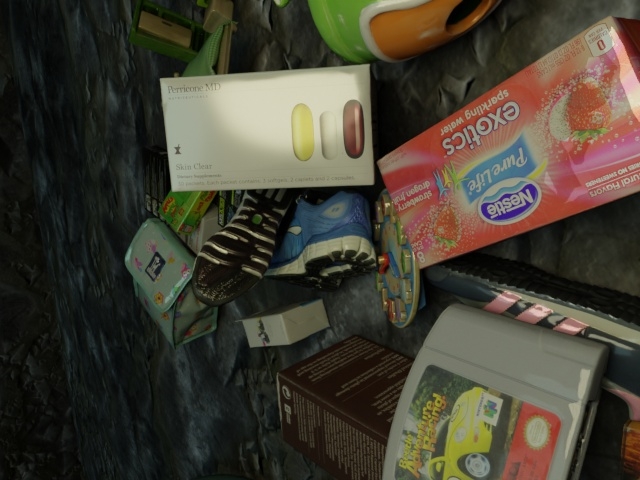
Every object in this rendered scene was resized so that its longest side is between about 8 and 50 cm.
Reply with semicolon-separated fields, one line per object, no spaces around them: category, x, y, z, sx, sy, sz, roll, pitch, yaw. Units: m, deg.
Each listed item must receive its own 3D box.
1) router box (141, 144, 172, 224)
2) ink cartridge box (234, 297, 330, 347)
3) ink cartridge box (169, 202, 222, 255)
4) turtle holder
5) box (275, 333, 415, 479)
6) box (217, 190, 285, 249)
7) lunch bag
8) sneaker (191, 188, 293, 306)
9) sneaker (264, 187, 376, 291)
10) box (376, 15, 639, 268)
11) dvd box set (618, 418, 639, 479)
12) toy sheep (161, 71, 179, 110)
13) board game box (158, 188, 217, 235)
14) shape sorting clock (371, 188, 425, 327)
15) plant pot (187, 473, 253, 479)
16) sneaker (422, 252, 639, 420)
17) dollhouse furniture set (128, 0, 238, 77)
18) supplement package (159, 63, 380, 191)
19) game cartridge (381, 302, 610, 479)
router box;-0.416;-0.146;1.370;0.133;0.046;0.178;29;122;41
ink cartridge box;-0.080;0.166;1.043;0.181;0.104;0.061;-17;89;51
ink cartridge box;-0.295;-0.046;1.250;0.150;0.063;0.109;38;128;35
turtle holder;0.106;-0.363;0.591;0.228;0.243;0.320;7;68;33
box;0.127;0.285;0.782;0.382;0.191;0.143;13;113;47
box;-0.144;-0.082;1.082;0.184;0.045;0.190;34;127;40
lunch bag;-0.360;0.098;1.282;0.223;0.160;0.262;44;143;29
sneaker;-0.131;0.028;0.908;0.107;0.281;0.162;27;142;2
sneaker;0.000;0.000;0.901;0.330;0.130;0.147;-27;50;60
box;0.228;-0.088;0.575;0.300;0.142;0.154;-26;83;50
dvd box set;0.502;0.370;0.477;0.421;0.062;0.307;12;112;47
toy sheep;-0.311;-0.309;1.167;0.091;0.091;0.132;37;133;36
board game box;-0.282;-0.112;1.168;0.092;0.043;0.181;40;101;35
shape sorting clock;0.105;0.026;0.770;0.206;0.041;0.206;171;90;-81
plant pot;-0.237;0.721;1.337;0.290;0.196;0.290;19;116;44
sneaker;0.252;0.105;0.636;0.319;0.112;0.131;23;116;44
dollhouse furniture set;-0.256;-0.352;0.943;0.198;0.151;0.301;-36;47;50
supplement package;-0.053;-0.154;0.730;0.262;0.204;0.145;-2;102;8
game cartridge;0.169;0.225;0.564;0.196;0.060;0.294;12;85;47
